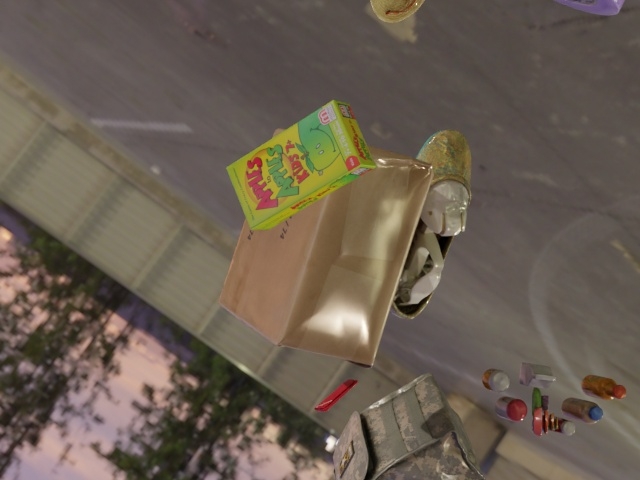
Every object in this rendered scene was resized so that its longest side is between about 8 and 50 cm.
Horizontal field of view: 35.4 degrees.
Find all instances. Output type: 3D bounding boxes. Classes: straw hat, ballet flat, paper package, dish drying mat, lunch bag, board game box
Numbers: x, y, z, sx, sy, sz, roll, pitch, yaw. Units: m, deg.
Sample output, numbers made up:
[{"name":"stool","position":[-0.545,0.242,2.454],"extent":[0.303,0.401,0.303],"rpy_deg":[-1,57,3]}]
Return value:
[{"name":"straw hat","position":[0.118,-0.436,1.653],"extent":[0.061,0.144,0.144],"rpy_deg":[48,180,34]},{"name":"ballet flat","position":[0.183,-0.013,1.675],"extent":[0.123,0.348,0.123],"rpy_deg":[14,-149,-9]},{"name":"paper package","position":[0.000,0.000,1.590],"extent":[0.168,0.325,0.309],"rpy_deg":[16,-177,-25]},{"name":"dish drying mat","position":[0.026,0.258,1.674],"extent":[0.032,0.083,0.008],"rpy_deg":[-10,113,54]},{"name":"lunch bag","position":[0.144,0.423,1.952],"extent":[0.169,0.287,0.235],"rpy_deg":[57,-173,-19]},{"name":"board game box","position":[-0.027,-0.094,1.283],"extent":[0.043,0.181,0.092],"rpy_deg":[-1,-114,-60]}]

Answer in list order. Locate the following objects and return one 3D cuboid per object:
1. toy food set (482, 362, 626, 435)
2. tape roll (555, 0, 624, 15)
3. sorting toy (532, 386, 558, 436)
[{"name":"toy food set","position":[0.406,0.277,1.749],"extent":[0.232,0.111,0.104],"rpy_deg":[10,175,-14]},{"name":"tape roll","position":[0.295,-0.352,1.220],"extent":[0.189,0.080,0.189],"rpy_deg":[26,-173,-3]},{"name":"sorting toy","position":[0.365,0.283,1.626],"extent":[0.042,0.061,0.102],"rpy_deg":[2,-152,9]}]
